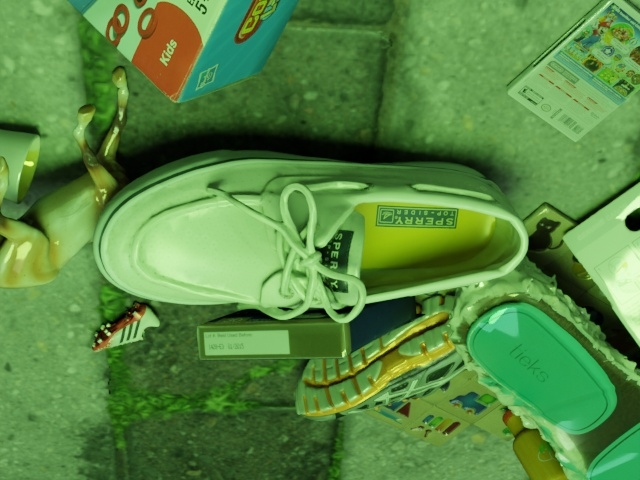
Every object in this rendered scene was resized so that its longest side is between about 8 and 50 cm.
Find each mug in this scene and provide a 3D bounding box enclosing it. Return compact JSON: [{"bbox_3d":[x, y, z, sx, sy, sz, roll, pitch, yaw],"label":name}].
[{"bbox_3d":[-0.284,-0.064,0.971,0.064,0.062,0.078,16,125,-5],"label":"mug"}]

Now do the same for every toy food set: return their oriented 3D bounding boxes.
[{"bbox_3d":[0.314,0.235,1.258,0.232,0.105,0.111,-9,135,-20],"label":"toy food set"}]

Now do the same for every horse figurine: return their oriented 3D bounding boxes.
[{"bbox_3d":[-0.224,-0.026,0.941,0.263,0.066,0.175,-35,143,-28],"label":"horse figurine"}]

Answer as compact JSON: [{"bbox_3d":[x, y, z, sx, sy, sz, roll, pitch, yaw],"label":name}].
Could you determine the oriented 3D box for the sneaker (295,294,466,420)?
[{"bbox_3d":[0.071,0.136,1.142,0.214,0.084,0.083,-25,134,20],"label":"sneaker"}]

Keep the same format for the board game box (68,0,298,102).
[{"bbox_3d":[-0.101,-0.291,0.620,0.302,0.086,0.308,43,129,13],"label":"board game box"}]

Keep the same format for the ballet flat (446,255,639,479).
[{"bbox_3d":[0.272,0.154,1.101,0.147,0.147,0.409,-30,114,25],"label":"ballet flat"}]

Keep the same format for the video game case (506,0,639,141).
[{"bbox_3d":[0.229,-0.143,0.939,0.087,0.011,0.122,30,126,-26],"label":"video game case"}]

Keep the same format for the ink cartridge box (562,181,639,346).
[{"bbox_3d":[0.369,0.037,1.031,0.189,0.066,0.232,-38,80,23],"label":"ink cartridge box"}]

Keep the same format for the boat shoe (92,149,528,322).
[{"bbox_3d":[0.001,0.008,0.926,0.366,0.156,0.136,-1,108,-15],"label":"boat shoe"}]

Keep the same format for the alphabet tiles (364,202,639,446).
[{"bbox_3d":[0.173,0.102,1.174,0.285,0.011,0.342,29,127,-25],"label":"alphabet tiles"}]

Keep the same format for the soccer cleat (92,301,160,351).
[{"bbox_3d":[-0.200,0.094,1.146,0.083,0.029,0.035,-36,121,23],"label":"soccer cleat"}]

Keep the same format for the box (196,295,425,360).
[{"bbox_3d":[0.000,0.072,1.027,0.136,0.225,0.037,-4,93,23],"label":"box"}]
